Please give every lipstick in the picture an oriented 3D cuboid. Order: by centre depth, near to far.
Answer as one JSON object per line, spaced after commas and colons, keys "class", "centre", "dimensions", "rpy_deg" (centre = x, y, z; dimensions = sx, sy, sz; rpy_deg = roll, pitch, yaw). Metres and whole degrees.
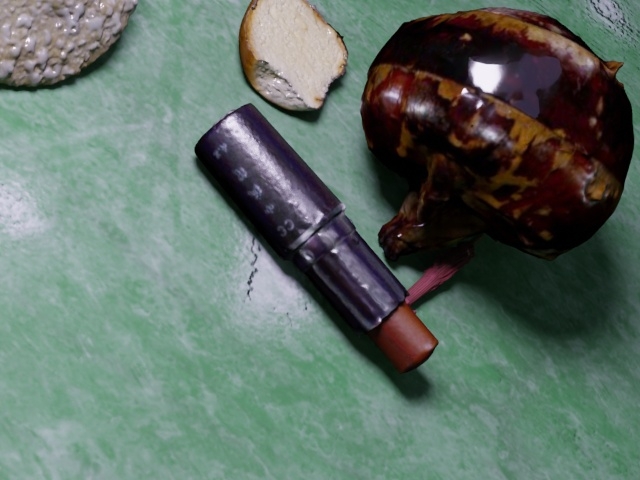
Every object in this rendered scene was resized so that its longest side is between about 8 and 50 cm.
{"class": "lipstick", "centre": [0.000, 0.000, 1.709], "dimensions": [0.300, 0.081, 0.081], "rpy_deg": [48, 43, 2]}

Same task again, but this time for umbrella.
{"class": "umbrella", "centre": [0.118, 0.033, 1.820], "dimensions": [0.165, 0.025, 0.027], "rpy_deg": [-37, 105, -44]}

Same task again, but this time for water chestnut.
{"class": "water chestnut", "centre": [0.161, -0.090, 1.789], "dimensions": [0.300, 0.300, 0.300], "rpy_deg": [20, 50, -26]}

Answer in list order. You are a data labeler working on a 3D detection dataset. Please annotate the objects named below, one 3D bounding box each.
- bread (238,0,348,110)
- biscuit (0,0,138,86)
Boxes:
{"class": "bread", "centre": [-0.034, -0.192, 1.847], "dimensions": [0.126, 0.044, 0.129], "rpy_deg": [43, 40, -16]}
{"class": "biscuit", "centre": [-0.229, -0.223, 1.659], "dimensions": [0.250, 0.032, 0.133], "rpy_deg": [-50, 128, -21]}
